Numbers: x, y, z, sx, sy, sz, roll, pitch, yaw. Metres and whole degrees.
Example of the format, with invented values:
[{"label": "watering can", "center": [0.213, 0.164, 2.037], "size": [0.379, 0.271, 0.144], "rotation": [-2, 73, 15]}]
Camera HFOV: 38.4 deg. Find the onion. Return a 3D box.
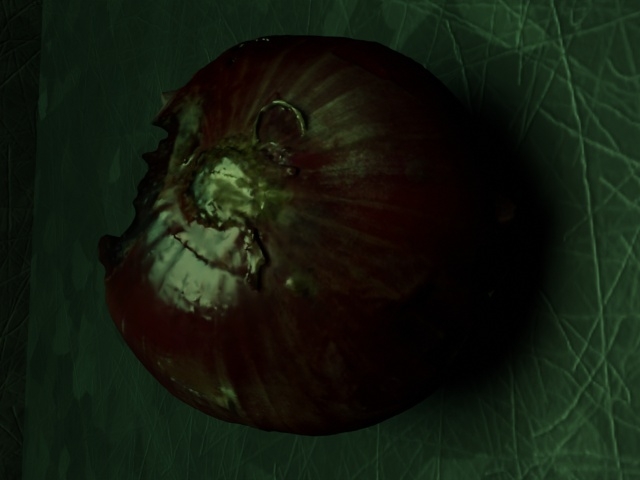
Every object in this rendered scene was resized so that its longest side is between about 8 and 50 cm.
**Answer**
[{"label": "onion", "center": [-0.001, -0.005, 0.756], "size": [0.341, 0.341, 0.341], "rotation": [-11, 76, 55]}]
